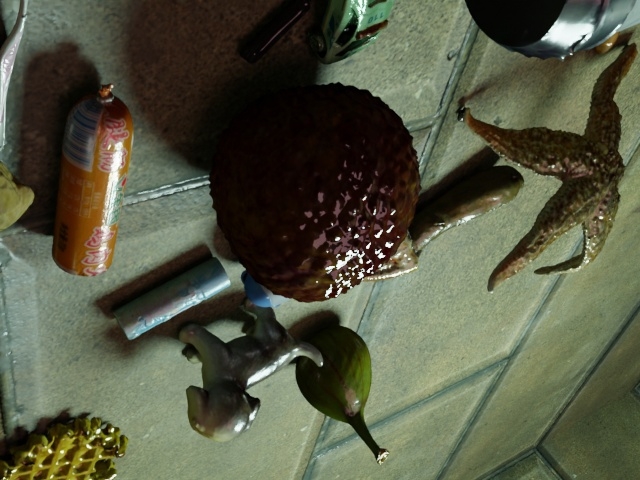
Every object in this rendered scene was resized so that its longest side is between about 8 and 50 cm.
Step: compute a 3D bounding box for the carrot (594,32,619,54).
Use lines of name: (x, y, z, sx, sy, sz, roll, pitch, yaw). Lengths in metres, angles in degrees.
carrot: (0.450, -0.356, 1.242, 0.057, 0.057, 0.224, -34, 152, -9)

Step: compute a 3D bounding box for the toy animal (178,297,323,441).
toy animal: (-0.130, 0.196, 1.231, 0.233, 0.169, 0.121, -36, 152, -34)

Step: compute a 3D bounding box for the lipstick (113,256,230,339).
lipstick: (-0.203, 0.079, 1.105, 0.158, 0.048, 0.048, -29, 147, -17)

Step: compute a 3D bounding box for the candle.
candle: (0.346, -0.355, 0.967, 0.342, 0.221, 0.221, -22, 145, -28)

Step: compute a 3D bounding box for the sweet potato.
sweet potato: (0.229, -0.051, 1.378, 0.273, 0.075, 0.075, -31, 148, -9)

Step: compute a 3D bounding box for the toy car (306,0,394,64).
toy car: (0.047, -0.256, 0.903, 0.093, 0.058, 0.186, -30, 165, -24)

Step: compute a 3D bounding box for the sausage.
sausage: (-0.241, -0.065, 0.857, 0.071, 0.071, 0.234, -14, 141, -35)

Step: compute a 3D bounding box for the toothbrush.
toothbrush: (-0.286, -0.158, 0.738, 0.017, 0.022, 0.204, -28, 152, -49)

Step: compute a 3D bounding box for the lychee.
lychee: (-0.006, -0.057, 0.962, 0.260, 0.260, 0.260, -27, 147, -20)

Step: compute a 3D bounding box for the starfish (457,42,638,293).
starfish: (0.395, -0.107, 1.332, 0.384, 0.132, 0.398, -11, 112, -26)

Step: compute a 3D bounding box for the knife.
knife: (0.002, -0.282, 0.861, 0.245, 0.019, 0.072, -44, 179, 7)

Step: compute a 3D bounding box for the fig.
fig: (0.060, 0.279, 1.441, 0.151, 0.259, 0.151, -30, 156, -15)

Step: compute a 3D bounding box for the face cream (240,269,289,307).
face cream: (0.000, 0.000, 1.155, 0.264, 0.083, 0.149, -39, -173, -1)

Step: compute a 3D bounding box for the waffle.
waffle: (-0.412, 0.360, 1.248, 0.229, 0.051, 0.231, -33, 148, -5)

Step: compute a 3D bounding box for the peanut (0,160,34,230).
peanut: (-0.351, -0.053, 0.743, 0.093, 0.083, 0.194, -56, 147, 1)

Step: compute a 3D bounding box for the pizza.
pizza: (0.093, -0.013, 1.274, 0.185, 0.052, 0.195, -4, 124, -19)
